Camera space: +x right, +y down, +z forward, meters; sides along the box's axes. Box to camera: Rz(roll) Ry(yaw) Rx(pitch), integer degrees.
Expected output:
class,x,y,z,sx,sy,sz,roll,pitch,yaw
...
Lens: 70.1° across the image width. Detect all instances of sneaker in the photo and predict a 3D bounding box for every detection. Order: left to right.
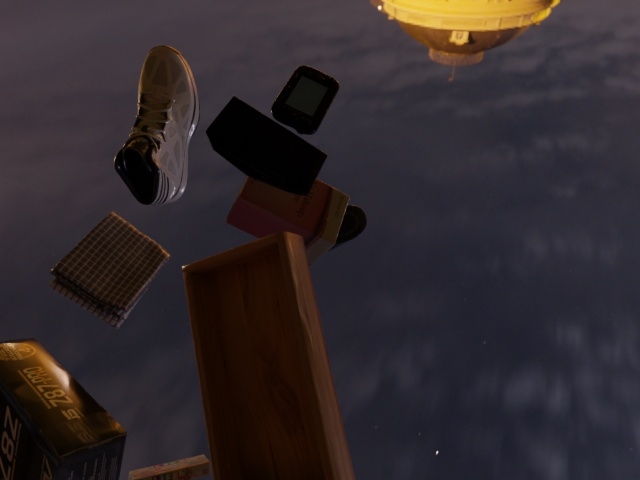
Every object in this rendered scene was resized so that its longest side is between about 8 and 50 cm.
class,x,y,z,sx,sy,sz,roll,pitch,yaw
sneaker,-0.437,-0.307,1.235,0.169,0.446,0.257,4,-168,-5
sneaker,0.000,0.000,1.229,0.287,0.130,0.108,-22,-95,12

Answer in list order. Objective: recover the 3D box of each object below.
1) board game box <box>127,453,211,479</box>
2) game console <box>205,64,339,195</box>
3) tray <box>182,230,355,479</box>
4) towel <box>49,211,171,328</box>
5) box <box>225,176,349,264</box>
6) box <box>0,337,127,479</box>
class,x,y,z,sx,sy,sz,roll,pitch,yaw
board game box,-0.308,0.474,0.929,0.154,0.103,0.026,-4,-105,-23
game console,-0.067,-0.250,0.917,0.213,0.044,0.361,30,-129,-10
tray,-0.086,0.212,0.707,0.203,0.076,0.410,-19,-104,23
towel,-0.599,0.076,1.327,0.235,0.121,0.283,40,-141,-16
box,-0.073,-0.072,1.041,0.233,0.127,0.148,26,-124,-12
box,-0.430,0.389,0.676,0.319,0.394,0.097,20,-168,35
